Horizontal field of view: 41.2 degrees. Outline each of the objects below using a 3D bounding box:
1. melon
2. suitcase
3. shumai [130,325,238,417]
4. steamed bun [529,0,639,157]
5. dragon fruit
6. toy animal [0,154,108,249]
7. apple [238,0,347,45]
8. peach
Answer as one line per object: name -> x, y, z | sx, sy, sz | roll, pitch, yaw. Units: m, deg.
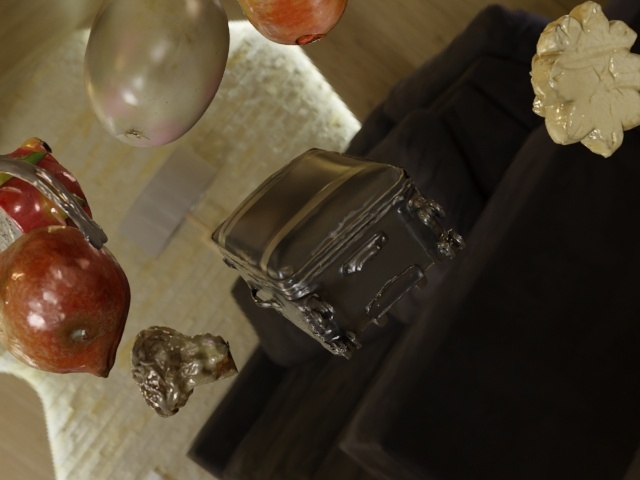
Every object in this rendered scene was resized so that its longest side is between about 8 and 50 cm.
melon -> -0.262, -0.301, 1.380 | 0.223, 0.223, 0.317 | 135, 148, -56
suitcase -> 0.000, 0.000, 1.349 | 0.283, 0.194, 0.434 | -42, 23, -10
shumai -> -0.248, 0.221, 1.574 | 0.175, 0.166, 0.206 | -26, 18, 2
steamed bun -> 0.522, -0.307, 1.706 | 0.137, 0.295, 0.292 | -5, 60, 61
dragon fruit -> -0.578, -0.064, 1.748 | 0.189, 0.291, 0.290 | -36, -3, -27
toy animal -> -0.444, -0.080, 0.996 | 0.284, 0.302, 0.225 | -19, 18, 6
apple -> -0.046, -0.380, 1.208 | 0.164, 0.210, 0.209 | -26, 9, 6
peach -> -0.408, 0.108, 1.370 | 0.232, 0.257, 0.232 | -40, -10, -8
